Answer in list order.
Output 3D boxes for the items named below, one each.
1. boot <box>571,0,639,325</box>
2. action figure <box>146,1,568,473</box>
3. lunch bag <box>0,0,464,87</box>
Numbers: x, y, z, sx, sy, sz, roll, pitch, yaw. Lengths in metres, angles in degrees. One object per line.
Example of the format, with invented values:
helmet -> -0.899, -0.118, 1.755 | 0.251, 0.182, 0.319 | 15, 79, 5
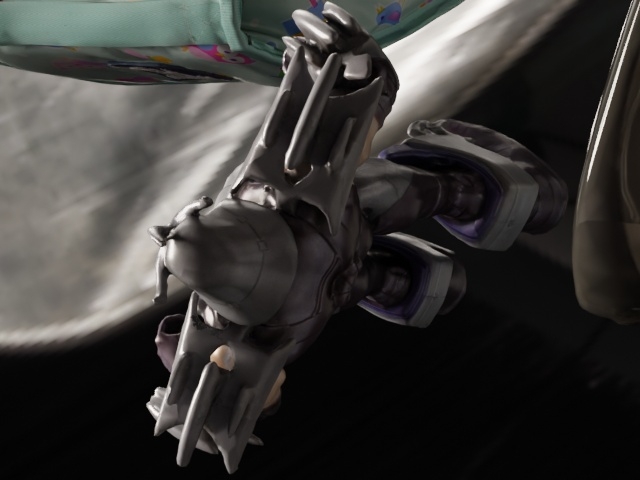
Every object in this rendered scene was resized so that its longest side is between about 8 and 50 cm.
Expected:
boot -> 0.241, -0.106, 0.406 | 0.284, 0.138, 0.377 | 25, 99, 14
action figure -> 0.000, 0.000, 0.823 | 0.099, 0.285, 0.185 | 37, 106, 18
lunch bag -> -0.051, -0.166, 1.117 | 0.223, 0.262, 0.160 | 6, 125, 37
